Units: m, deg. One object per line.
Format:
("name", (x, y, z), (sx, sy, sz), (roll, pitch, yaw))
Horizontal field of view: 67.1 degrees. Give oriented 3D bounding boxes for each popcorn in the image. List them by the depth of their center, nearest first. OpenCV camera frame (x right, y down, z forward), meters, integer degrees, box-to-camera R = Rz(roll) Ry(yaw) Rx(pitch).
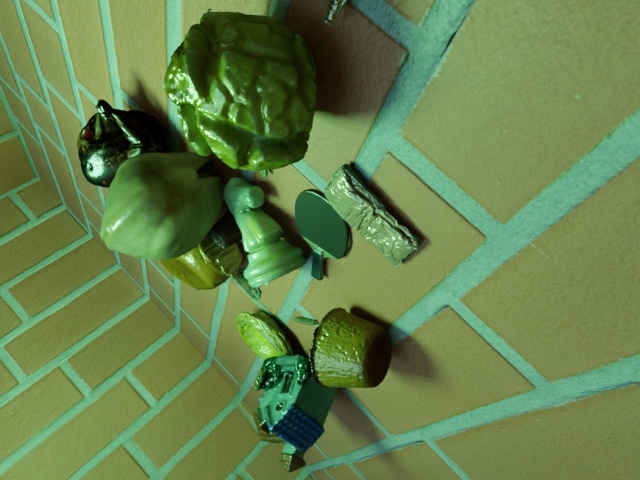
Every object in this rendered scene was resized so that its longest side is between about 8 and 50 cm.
("popcorn", (-0.124, -0.263, 0.851), (0.247, 0.282, 0.282), (3, 136, 6))

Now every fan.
("fan", (-0.295, 0.130, 1.746), (0.220, 0.009, 0.132), (47, 149, 5))

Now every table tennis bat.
("table tennis bat", (0.000, 0.000, 1.203), (0.173, 0.022, 0.301), (34, 145, 25))

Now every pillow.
("pillow", (0.102, -0.046, 1.004), (0.232, 0.043, 0.126), (45, 155, 3))

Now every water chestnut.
("water chestnut", (-0.590, -0.284, 1.456), (0.289, 0.289, 0.244), (39, 115, 18))

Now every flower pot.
("flower pot", (-0.285, -0.028, 1.479), (0.111, 0.089, 0.111), (33, 146, 26))

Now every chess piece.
("chess piece", (-0.169, -0.036, 1.289), (0.176, 0.176, 0.298), (-26, 90, 59))

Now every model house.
("model house", (-0.127, 0.599, 1.657), (0.295, 0.329, 0.252), (-14, 135, 42))

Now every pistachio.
("pistachio", (-0.437, -0.094, 1.351), (0.281, 0.365, 0.445), (55, 174, -4))

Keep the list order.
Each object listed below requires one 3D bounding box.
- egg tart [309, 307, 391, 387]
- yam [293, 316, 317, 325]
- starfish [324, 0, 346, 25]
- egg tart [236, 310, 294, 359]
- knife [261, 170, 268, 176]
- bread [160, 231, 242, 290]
("egg tart", (0.079, 0.285, 1.255), (0.171, 0.215, 0.215), (3, 127, 34))
("yam", (-0.050, 0.260, 1.557), (0.116, 0.021, 0.021), (-3, 121, 52))
("starfish", (0.044, -0.419, 0.664), (0.295, 0.048, 0.231), (49, 140, -2))
("egg tart", (-0.195, 0.360, 1.794), (0.279, 0.095, 0.278), (29, 145, 23))
("knife", (-0.166, -0.277, 1.120), (0.043, 0.020, 0.292), (18, 135, 44))
("bread", (-0.430, 0.059, 1.669), (0.389, 0.183, 0.236), (-16, 108, 55))
